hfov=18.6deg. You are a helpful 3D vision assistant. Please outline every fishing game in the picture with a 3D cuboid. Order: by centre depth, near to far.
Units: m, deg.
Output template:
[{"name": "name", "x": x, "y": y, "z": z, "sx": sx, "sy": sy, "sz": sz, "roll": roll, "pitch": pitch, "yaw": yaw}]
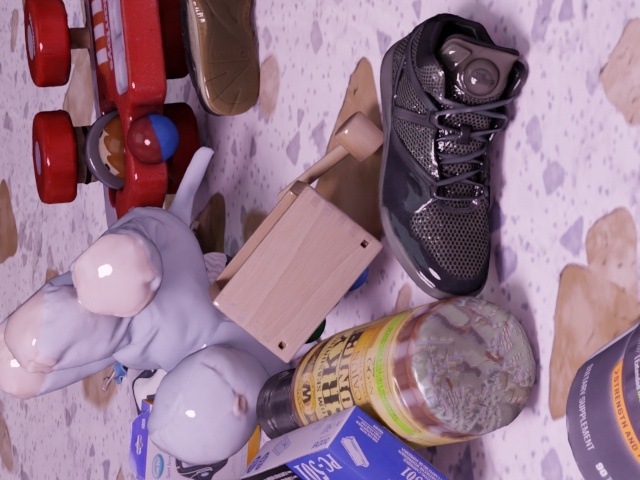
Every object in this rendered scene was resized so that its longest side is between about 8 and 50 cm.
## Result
[{"name": "fishing game", "x": -0.188, "y": 0.061, "z": 2.091, "sx": 0.189, "sy": 0.041, "sz": 0.264, "roll": -68, "pitch": 8, "yaw": -18}]

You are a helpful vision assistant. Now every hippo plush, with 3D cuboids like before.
[{"name": "hippo plush", "x": -0.151, "y": 0.106, "z": 1.817, "sx": 0.234, "sy": 0.236, "sz": 0.294, "roll": -39, "pitch": 5, "yaw": 24}]

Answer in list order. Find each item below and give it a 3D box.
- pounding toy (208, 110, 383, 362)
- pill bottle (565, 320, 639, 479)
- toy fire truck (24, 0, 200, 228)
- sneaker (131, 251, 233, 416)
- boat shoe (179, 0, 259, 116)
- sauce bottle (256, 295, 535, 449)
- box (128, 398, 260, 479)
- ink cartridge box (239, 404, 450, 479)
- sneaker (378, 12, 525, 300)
[{"name": "pounding toy", "x": 0.003, "y": -0.005, "z": 1.693, "sx": 0.206, "sy": 0.094, "sz": 0.181, "roll": -51, "pitch": 6, "yaw": -1}, {"name": "pill bottle", "x": 0.253, "y": 0.075, "z": 1.116, "sx": 0.245, "sy": 0.130, "sz": 0.130, "roll": 134, "pitch": 131, "yaw": -55}, {"name": "toy fire truck", "x": -0.202, "y": -0.154, "z": 2.004, "sx": 0.254, "sy": 0.169, "sz": 0.302, "roll": 170, "pitch": 95, "yaw": -76}, {"name": "sneaker", "x": -0.140, "y": 0.122, "z": 2.002, "sx": 0.153, "sy": 0.094, "sz": 0.235, "roll": 15, "pitch": 108, "yaw": 60}, {"name": "boat shoe", "x": -0.109, "y": -0.234, "z": 1.971, "sx": 0.073, "sy": 0.080, "sz": 0.223, "roll": -8, "pitch": 86, "yaw": 60}, {"name": "sauce bottle", "x": 0.045, "y": 0.122, "z": 1.588, "sx": 0.344, "sy": 0.111, "sz": 0.111, "roll": 154, "pitch": 115, "yaw": -63}, {"name": "box", "x": -0.126, "y": 0.195, "z": 1.918, "sx": 0.028, "sy": 0.136, "sz": 0.081, "roll": -161, "pitch": 74, "yaw": -64}, {"name": "ink cartridge box", "x": 0.015, "y": 0.191, "z": 1.562, "sx": 0.046, "sy": 0.097, "sz": 0.207, "roll": -54, "pitch": 8, "yaw": -24}, {"name": "sneaker", "x": 0.101, "y": -0.072, "z": 1.501, "sx": 0.130, "sy": 0.087, "sz": 0.227, "roll": 134, "pitch": 137, "yaw": -64}]
